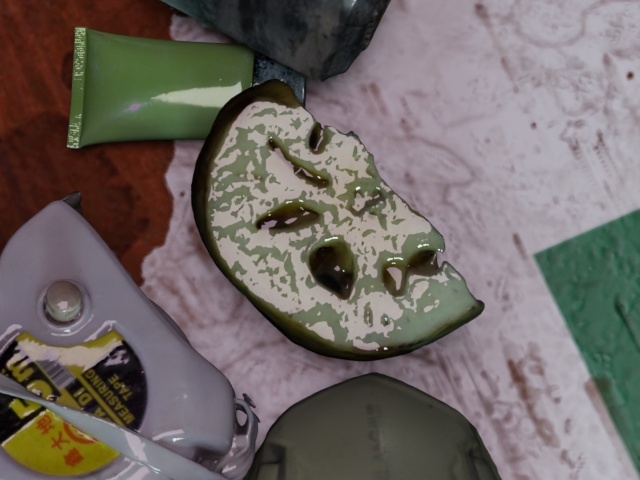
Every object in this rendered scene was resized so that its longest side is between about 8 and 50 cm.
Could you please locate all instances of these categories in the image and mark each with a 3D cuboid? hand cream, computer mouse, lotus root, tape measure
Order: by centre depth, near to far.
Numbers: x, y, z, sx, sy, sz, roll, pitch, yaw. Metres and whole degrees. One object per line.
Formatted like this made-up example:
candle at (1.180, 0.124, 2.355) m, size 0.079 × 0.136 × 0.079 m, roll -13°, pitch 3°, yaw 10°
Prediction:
computer mouse at (0.038, 0.294, 1.242) m, size 0.228 × 0.145 × 0.428 m, roll 0°, pitch 77°, yaw -4°
tape measure at (-0.172, 0.112, 1.290) m, size 0.197 × 0.120 × 0.236 m, roll -39°, pitch 74°, yaw -14°
lotus root at (0.000, 0.000, 1.311) m, size 0.235 × 0.119 × 0.138 m, roll 44°, pitch 91°, yaw -1°
hand cream at (-0.098, -0.111, 1.388) m, size 0.175 × 0.046 × 0.095 m, roll 1°, pitch 79°, yaw 4°

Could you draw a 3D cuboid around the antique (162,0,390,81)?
antique at (-0.039, -0.198, 1.372) m, size 0.183 × 0.086 × 0.088 m, roll 28°, pitch 37°, yaw 6°
